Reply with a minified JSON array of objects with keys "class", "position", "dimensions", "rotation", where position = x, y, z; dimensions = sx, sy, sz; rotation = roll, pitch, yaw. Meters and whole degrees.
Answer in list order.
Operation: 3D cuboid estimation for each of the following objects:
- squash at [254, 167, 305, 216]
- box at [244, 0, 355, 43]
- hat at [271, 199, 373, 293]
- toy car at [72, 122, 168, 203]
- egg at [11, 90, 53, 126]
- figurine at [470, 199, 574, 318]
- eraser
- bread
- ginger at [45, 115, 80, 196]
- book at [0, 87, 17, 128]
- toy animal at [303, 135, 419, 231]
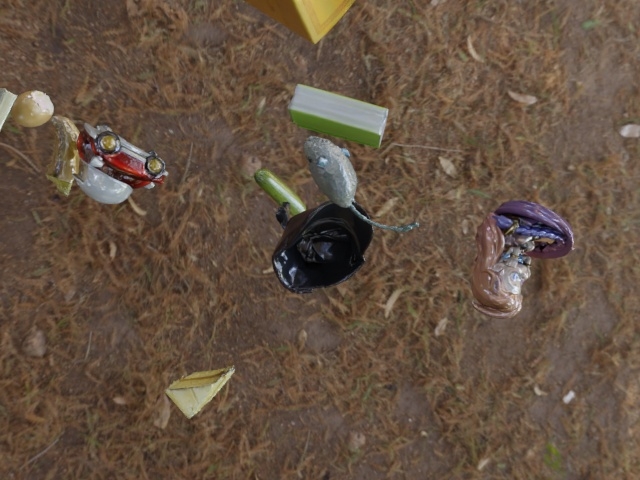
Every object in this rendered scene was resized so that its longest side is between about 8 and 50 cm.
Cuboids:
[{"class":"squash","position":[-0.135,-0.161,1.658],"dimensions":[0.069,0.069,0.239],"rotation":[-49,121,-3]},{"class":"box","position":[-0.101,-0.326,0.471],"dimensions":[0.274,0.174,0.076],"rotation":[40,90,24]},{"class":"hat","position":[0.006,-0.032,1.257],"dimensions":[0.238,0.208,0.336],"rotation":[11,137,-15]},{"class":"toy car","position":[-0.325,-0.110,0.769],"dimensions":[0.139,0.112,0.112],"rotation":[29,92,-33]},{"class":"egg","position":[-0.701,-0.316,1.176],"dimensions":[0.097,0.080,0.080],"rotation":[-24,105,18]},{"class":"figurine","position":[0.247,0.023,0.644],"dimensions":[0.126,0.114,0.157],"rotation":[25,103,-46]},{"class":"eraser","position":[0.056,-0.362,1.443],"dimensions":[0.275,0.210,0.092],"rotation":[16,90,6]},{"class":"bread","position":[-0.408,0.504,1.646],"dimensions":[0.178,0.266,0.141],"rotation":[6,85,7]},{"class":"ginger","position":[-0.440,-0.142,0.837],"dimensions":[0.058,0.044,0.137],"rotation":[15,98,17]},{"class":"book","position":[-0.747,-0.243,1.029],"dimensions":[0.026,0.290,0.201],"rotation":[29,85,-52]},{"class":"toy animal","position":[0.059,-0.084,0.867],"dimensions":[0.253,0.079,0.070],"rotation":[44,65,-15]}]
